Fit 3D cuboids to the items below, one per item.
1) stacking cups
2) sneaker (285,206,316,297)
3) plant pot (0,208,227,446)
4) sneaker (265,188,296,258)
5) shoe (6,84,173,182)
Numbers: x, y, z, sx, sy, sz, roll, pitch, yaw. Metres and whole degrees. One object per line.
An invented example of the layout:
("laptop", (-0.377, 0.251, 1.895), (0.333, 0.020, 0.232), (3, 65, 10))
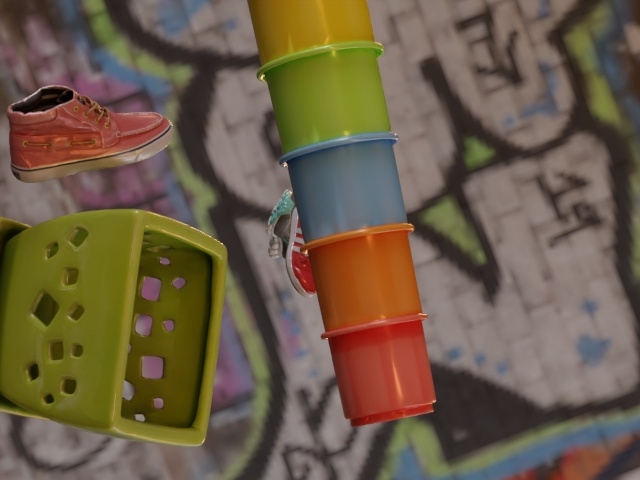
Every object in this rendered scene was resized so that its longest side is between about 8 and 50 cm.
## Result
("stacking cups", (0.015, -0.033, 1.277), (0.096, 0.096, 0.316), (99, -20, -82))
("sneaker", (0.000, 0.000, 2.002), (0.042, 0.067, 0.118), (29, 46, -35))
("plant pot", (-0.242, 0.091, 1.965), (0.227, 0.207, 0.228), (27, 67, -67))
("sneaker", (-0.024, -0.012, 2.391), (0.076, 0.065, 0.166), (24, -16, 10))
("shoe", (-0.236, -0.120, 1.933), (0.063, 0.178, 0.081), (46, -35, 51))
